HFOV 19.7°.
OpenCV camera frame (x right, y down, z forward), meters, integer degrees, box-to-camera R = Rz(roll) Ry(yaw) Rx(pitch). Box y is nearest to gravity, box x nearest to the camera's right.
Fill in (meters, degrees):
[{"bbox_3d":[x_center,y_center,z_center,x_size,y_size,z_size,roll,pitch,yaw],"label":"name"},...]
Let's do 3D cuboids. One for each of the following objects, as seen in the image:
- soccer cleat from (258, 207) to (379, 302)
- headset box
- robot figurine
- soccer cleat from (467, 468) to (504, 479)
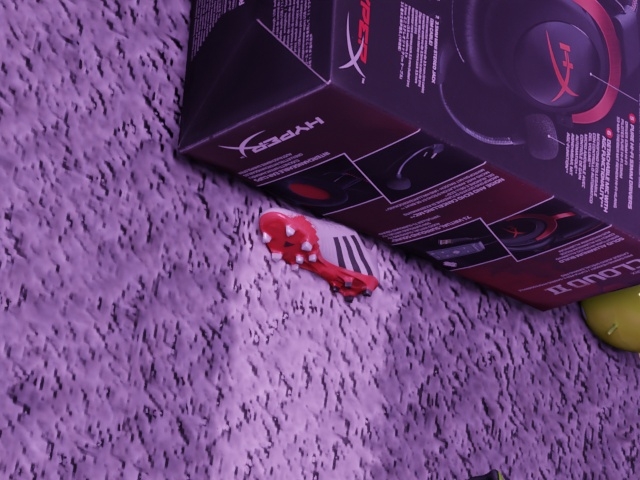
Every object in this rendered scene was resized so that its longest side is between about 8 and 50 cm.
[{"bbox_3d":[0.000,0.000,0.918,0.083,0.029,0.035,34,51,-37],"label":"soccer cleat"},{"bbox_3d":[0.080,-0.105,0.942,0.293,0.110,0.218,22,60,-38],"label":"headset box"},{"bbox_3d":[0.188,0.014,1.058,0.101,0.067,0.115,40,57,-39],"label":"robot figurine"},{"bbox_3d":[0.046,0.169,0.909,0.179,0.060,0.072,-22,87,-49],"label":"soccer cleat"}]
